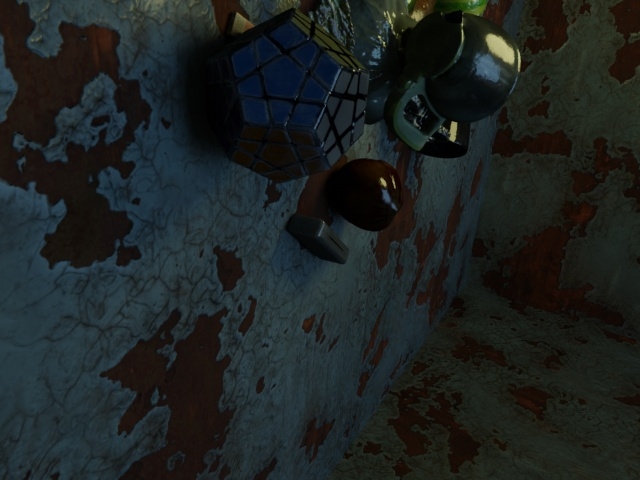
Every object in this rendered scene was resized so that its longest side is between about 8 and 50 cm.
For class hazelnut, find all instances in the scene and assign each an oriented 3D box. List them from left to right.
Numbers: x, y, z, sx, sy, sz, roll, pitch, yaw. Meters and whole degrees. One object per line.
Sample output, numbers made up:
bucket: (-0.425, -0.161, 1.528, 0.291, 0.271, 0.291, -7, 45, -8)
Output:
hazelnut: (0.145, -0.138, 1.593, 0.229, 0.229, 0.229, -42, 141, -46)

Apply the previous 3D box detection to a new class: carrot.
carrot: (0.273, -0.691, 1.585, 0.302, 0.138, 0.139, -62, 152, -21)

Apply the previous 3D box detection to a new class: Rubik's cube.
Rubik's cube: (-0.064, -0.269, 1.023, 0.264, 0.319, 0.319, -176, -76, -89)

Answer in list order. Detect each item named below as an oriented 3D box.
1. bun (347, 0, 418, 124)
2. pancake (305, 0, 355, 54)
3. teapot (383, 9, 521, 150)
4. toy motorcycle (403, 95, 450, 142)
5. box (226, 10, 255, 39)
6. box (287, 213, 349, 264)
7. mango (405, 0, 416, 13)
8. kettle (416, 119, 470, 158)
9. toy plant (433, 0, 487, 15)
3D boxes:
bun: (0.127, -0.462, 1.351, 0.362, 0.211, 0.362, -37, 137, -45)
pancake: (-0.035, -0.403, 1.176, 0.197, 0.054, 0.376, 9, 118, -27)
teapot: (0.277, -0.399, 1.272, 0.239, 0.321, 0.239, 10, 59, -48)
toy motorcycle: (0.304, -0.424, 1.801, 0.327, 0.188, 0.143, 30, 90, -49)
box: (-0.151, -0.410, 1.064, 0.083, 0.012, 0.046, 9, 97, -64)
box: (0.000, 0.000, 1.514, 0.243, 0.103, 0.055, 44, 62, -62)
mango: (0.220, -0.721, 1.462, 0.137, 0.091, 0.237, 33, 58, -24)
kettle: (0.445, -0.482, 2.007, 0.268, 0.207, 0.290, 16, 82, -41)
toy plant: (0.455, -0.905, 1.772, 0.224, 0.184, 0.316, -84, 168, -57)
